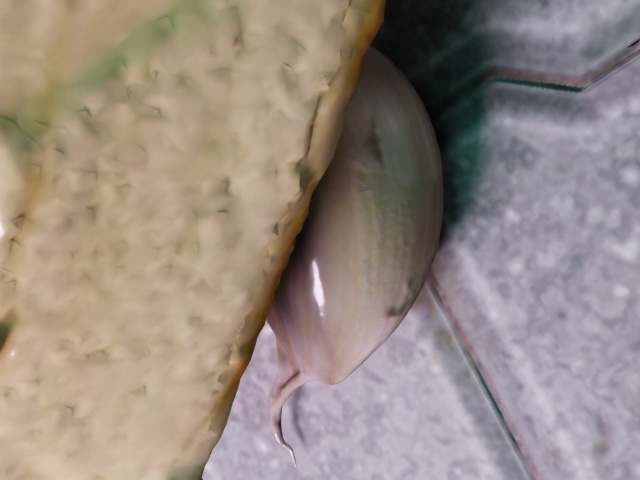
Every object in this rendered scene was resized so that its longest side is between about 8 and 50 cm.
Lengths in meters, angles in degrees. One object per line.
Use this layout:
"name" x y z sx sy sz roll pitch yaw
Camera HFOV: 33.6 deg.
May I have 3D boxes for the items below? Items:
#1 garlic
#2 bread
"garlic" 0.000 0.004 0.573 0.129 0.148 0.266 -2 91 -2
"bread" -0.192 -0.080 0.514 0.371 0.279 0.390 53 133 45
